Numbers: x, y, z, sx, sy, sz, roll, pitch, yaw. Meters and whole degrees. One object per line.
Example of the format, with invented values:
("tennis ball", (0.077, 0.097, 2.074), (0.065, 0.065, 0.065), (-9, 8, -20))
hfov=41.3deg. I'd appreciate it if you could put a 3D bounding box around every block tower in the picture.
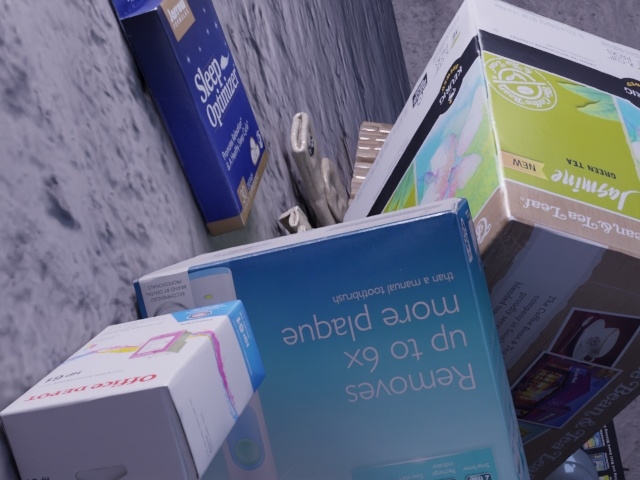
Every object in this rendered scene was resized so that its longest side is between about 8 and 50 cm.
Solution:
("block tower", (0.090, -0.074, 1.254), (0.335, 0.097, 0.091), (-76, 171, -59))

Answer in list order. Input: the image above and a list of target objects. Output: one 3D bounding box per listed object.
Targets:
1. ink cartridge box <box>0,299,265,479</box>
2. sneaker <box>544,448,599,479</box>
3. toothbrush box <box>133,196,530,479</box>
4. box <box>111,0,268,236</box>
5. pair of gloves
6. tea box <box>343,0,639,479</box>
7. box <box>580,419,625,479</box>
("ink cartridge box", (-0.089, 0.079, 0.436), (0.122, 0.088, 0.052), (-56, 132, -72))
("sneaker", (0.308, 0.386, 1.045), (0.169, 0.108, 0.293), (-91, 164, -45))
("toothbrush box", (0.025, 0.138, 0.581), (0.126, 0.216, 0.296), (-31, 109, -75))
("box", (-0.102, -0.133, 0.697), (0.136, 0.036, 0.225), (-79, 152, -59))
("pair of gloves", (0.000, 0.000, 0.976), (0.204, 0.042, 0.240), (59, 23, -49))
("tea box", (0.175, 0.006, 0.820), (0.324, 0.219, 0.329), (-89, -161, -45))
("box", (0.320, 0.307, 1.409), (0.097, 0.318, 0.395), (-67, 144, -68))
